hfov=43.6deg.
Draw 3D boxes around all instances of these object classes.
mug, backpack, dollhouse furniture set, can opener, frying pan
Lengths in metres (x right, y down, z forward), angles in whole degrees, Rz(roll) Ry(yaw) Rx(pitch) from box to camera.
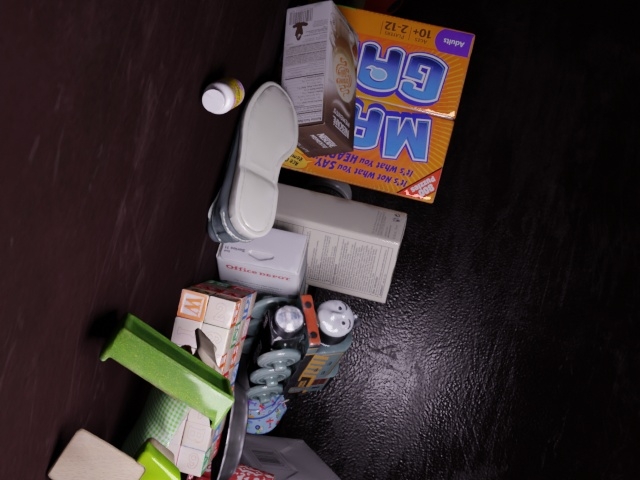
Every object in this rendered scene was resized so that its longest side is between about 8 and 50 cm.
[{"bbox_3d":[-0.191,0.519,1.659,0.150,0.169,0.113,-57,161,-75],"label":"mug"},{"bbox_3d":[-0.147,0.350,1.822,0.173,0.158,0.117,-51,149,-49],"label":"backpack"},{"bbox_3d":[-0.233,0.198,1.002,0.197,0.151,0.301,-56,-168,-1],"label":"dollhouse furniture set"},{"bbox_3d":[-0.161,0.207,1.679,0.283,0.076,0.095,100,7,-45],"label":"can opener"},{"bbox_3d":[-0.186,0.389,1.505,0.326,0.053,0.197,113,-16,-47],"label":"frying pan"}]

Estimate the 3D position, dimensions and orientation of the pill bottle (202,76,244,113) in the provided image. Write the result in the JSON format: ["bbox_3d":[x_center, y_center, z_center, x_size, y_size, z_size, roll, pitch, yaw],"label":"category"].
[{"bbox_3d":[-0.135,-0.197,1.095,0.083,0.043,0.043,-62,165,-68],"label":"pill bottle"}]

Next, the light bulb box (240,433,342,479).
[{"bbox_3d":[-0.116,0.704,1.933,0.358,0.225,0.361,-161,-96,-67],"label":"light bulb box"}]

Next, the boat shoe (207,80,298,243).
[{"bbox_3d":[-0.119,-0.132,1.329,0.099,0.116,0.319,-23,-135,39],"label":"boat shoe"}]

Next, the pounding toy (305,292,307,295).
[{"bbox_3d":[-0.043,0.130,2.224,0.269,0.155,0.154,85,14,-71],"label":"pounding toy"}]

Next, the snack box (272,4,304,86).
[{"bbox_3d":[-0.058,-0.366,1.557,0.064,0.022,0.178,91,13,-70],"label":"snack box"}]

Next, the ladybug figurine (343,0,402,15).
[{"bbox_3d":[0.168,-0.771,2.102,0.305,0.162,0.449,-69,171,-55],"label":"ladybug figurine"}]

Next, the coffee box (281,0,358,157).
[{"bbox_3d":[-0.001,-0.296,1.486,0.141,0.098,0.246,31,59,-61],"label":"coffee box"}]

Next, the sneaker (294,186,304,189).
[{"bbox_3d":[-0.087,-0.015,1.856,0.108,0.100,0.271,120,-7,-55],"label":"sneaker"}]

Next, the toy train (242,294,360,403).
[{"bbox_3d":[-0.046,0.199,1.485,0.334,0.190,0.142,114,-33,-58],"label":"toy train"}]

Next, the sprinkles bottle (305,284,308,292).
[{"bbox_3d":[-0.099,0.135,1.884,0.355,0.121,0.121,-70,172,-50],"label":"sprinkles bottle"}]

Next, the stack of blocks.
[{"bbox_3d":[-0.194,0.223,1.311,0.171,0.087,0.297,-22,126,-83],"label":"stack of blocks"}]

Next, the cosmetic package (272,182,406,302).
[{"bbox_3d":[0.000,0.000,1.573,0.113,0.309,0.160,-68,171,-52],"label":"cosmetic package"}]

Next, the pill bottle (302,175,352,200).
[{"bbox_3d":[-0.007,-0.052,2.130,0.283,0.161,0.161,-69,171,-50],"label":"pill bottle"}]

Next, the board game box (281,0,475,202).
[{"bbox_3d":[0.124,-0.297,1.819,0.356,0.357,0.356,-24,127,-83],"label":"board game box"}]

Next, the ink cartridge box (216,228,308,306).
[{"bbox_3d":[-0.104,0.062,1.482,0.208,0.153,0.087,96,7,-59],"label":"ink cartridge box"}]
